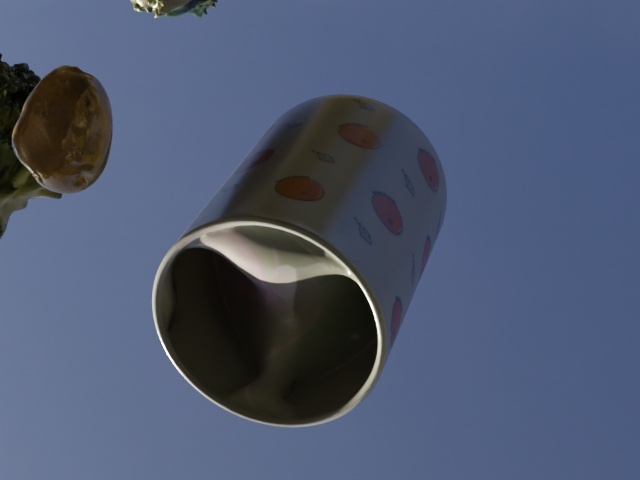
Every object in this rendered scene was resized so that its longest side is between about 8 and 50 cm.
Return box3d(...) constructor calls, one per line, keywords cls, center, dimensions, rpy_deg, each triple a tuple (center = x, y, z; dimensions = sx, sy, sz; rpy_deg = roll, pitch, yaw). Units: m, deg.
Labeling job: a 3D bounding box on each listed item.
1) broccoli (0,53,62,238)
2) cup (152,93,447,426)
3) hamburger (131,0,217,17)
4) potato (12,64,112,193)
box3d(cls="broccoli", center=(-0.343, -0.037, 1.418), dimensions=(0.145, 0.165, 0.304), rpy_deg=(23, -111, 33))
box3d(cls="cup", center=(0.000, 0.000, 1.426), dimensions=(0.212, 0.212, 0.317), rpy_deg=(-8, -155, 23))
box3d(cls="hamburger", center=(-0.191, -0.415, 1.754), dimensions=(0.211, 0.132, 0.309), rpy_deg=(-36, -87, -10))
box3d(cls="potato", center=(-0.170, -0.074, 1.006), dimensions=(0.062, 0.068, 0.083), rpy_deg=(20, -94, 34))
